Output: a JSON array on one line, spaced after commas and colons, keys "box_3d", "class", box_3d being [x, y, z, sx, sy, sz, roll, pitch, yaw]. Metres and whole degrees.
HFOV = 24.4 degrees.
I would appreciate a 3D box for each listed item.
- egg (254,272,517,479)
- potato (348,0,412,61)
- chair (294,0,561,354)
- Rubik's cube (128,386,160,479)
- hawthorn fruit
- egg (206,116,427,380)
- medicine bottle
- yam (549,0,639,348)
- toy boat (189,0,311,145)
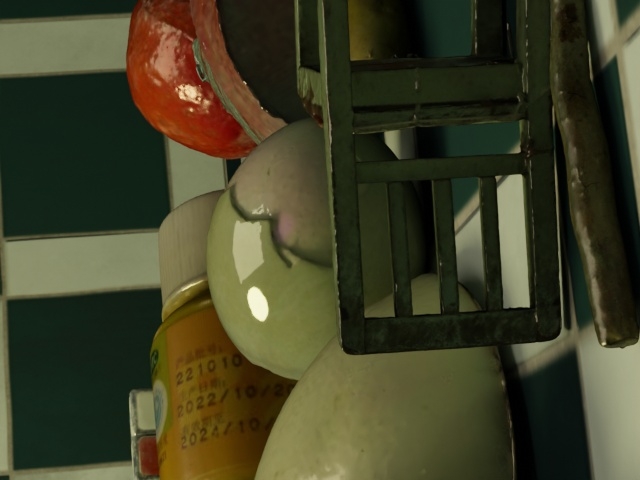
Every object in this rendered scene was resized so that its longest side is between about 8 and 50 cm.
[{"box_3d": [0.035, 0.163, 1.047, 0.264, 0.174, 0.286, 119, 150, -69], "class": "egg"}, {"box_3d": [0.040, -0.160, 1.225, 0.092, 0.070, 0.138, 107, 157, -52], "class": "potato"}, {"box_3d": [0.060, -0.081, 0.883, 0.147, 0.136, 0.271, -128, 34, -78], "class": "chair"}, {"box_3d": [-0.118, 0.341, 1.941, 0.259, 0.253, 0.256, 98, 166, -63], "class": "Rubik's cube"}, {"box_3d": [-0.077, -0.196, 1.561, 0.271, 0.241, 0.242, -143, 49, -60], "class": "hawthorn fruit"}, {"box_3d": [0.000, 0.000, 1.205, 0.183, 0.183, 0.217, -110, 29, -63], "class": "egg"}, {"box_3d": [-0.077, 0.148, 1.652, 0.224, 0.224, 0.384, 100, 165, -59], "class": "medicine bottle"}, {"box_3d": [0.135, -0.058, 0.760, 0.027, 0.029, 0.234, -28, 61, 51], "class": "yam"}, {"box_3d": [-0.073, -0.155, 1.343, 0.206, 0.096, 0.282, 66, 163, -6], "class": "toy boat"}]
